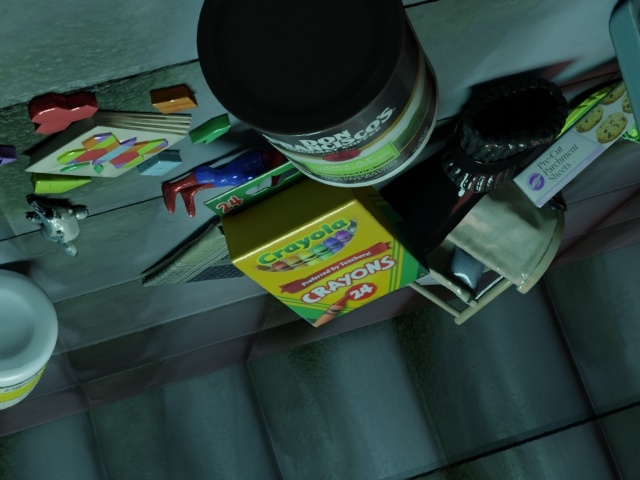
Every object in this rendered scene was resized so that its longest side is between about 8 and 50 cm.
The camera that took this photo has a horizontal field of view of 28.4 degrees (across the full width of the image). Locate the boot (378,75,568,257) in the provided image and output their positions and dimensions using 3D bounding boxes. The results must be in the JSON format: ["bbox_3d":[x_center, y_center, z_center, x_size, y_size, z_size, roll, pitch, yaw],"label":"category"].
[{"bbox_3d":[0.214,-0.106,1.969,0.348,0.131,0.260,-43,178,-15],"label":"boot"}]

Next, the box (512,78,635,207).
[{"bbox_3d":[0.443,-0.182,1.984,0.324,0.067,0.063,-41,179,5],"label":"box"}]

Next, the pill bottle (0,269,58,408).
[{"bbox_3d":[-0.547,0.179,2.104,0.187,0.188,0.334,-13,167,-22],"label":"pill bottle"}]

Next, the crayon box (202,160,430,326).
[{"bbox_3d":[0.000,0.000,1.786,0.202,0.081,0.318,-26,146,16],"label":"crayon box"}]

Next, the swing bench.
[{"bbox_3d":[0.251,-0.010,2.239,0.253,0.165,0.254,33,145,-21],"label":"swing bench"}]

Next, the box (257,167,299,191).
[{"bbox_3d":[-0.009,-0.034,1.996,0.130,0.171,0.091,-14,166,-19],"label":"box"}]

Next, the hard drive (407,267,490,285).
[{"bbox_3d":[0.167,0.052,2.655,0.338,0.064,0.237,0,171,-15],"label":"hard drive"}]

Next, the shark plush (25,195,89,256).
[{"bbox_3d":[-0.386,-0.022,1.786,0.067,0.073,0.161,10,176,9],"label":"shark plush"}]

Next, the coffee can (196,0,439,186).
[{"bbox_3d":[0.009,-0.178,1.317,0.201,0.202,0.275,-20,168,9],"label":"coffee can"}]

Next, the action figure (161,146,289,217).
[{"bbox_3d":[-0.081,-0.075,1.817,0.280,0.139,0.091,-26,167,22],"label":"action figure"}]

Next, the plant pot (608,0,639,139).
[{"bbox_3d":[0.537,-0.241,1.759,0.247,0.247,0.252,-18,-175,-3],"label":"plant pot"}]

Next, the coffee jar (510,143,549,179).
[{"bbox_3d":[0.357,-0.110,2.352,0.096,0.079,0.184,-12,154,-28],"label":"coffee jar"}]

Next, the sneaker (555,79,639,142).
[{"bbox_3d":[0.545,-0.213,2.143,0.295,0.124,0.109,-18,168,1],"label":"sneaker"}]

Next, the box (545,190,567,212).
[{"bbox_3d":[0.358,-0.054,2.689,0.295,0.073,0.293,-23,168,18],"label":"box"}]

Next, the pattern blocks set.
[{"bbox_3d":[-0.265,-0.120,1.587,0.324,0.026,0.285,-8,164,-42],"label":"pattern blocks set"}]

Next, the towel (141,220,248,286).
[{"bbox_3d":[-0.133,0.006,2.315,0.312,0.056,0.324,-6,165,-37],"label":"towel"}]
